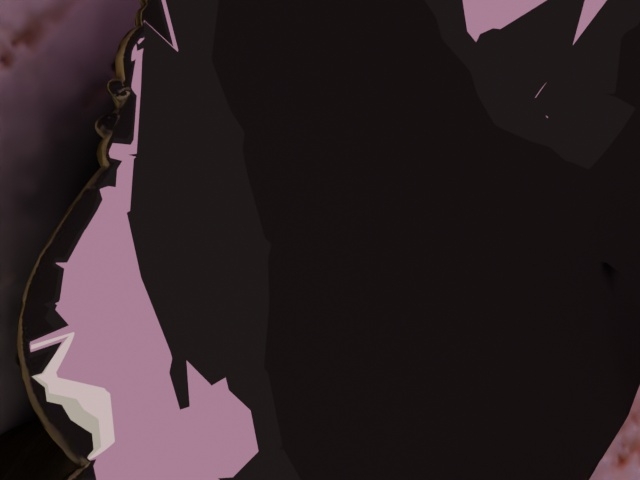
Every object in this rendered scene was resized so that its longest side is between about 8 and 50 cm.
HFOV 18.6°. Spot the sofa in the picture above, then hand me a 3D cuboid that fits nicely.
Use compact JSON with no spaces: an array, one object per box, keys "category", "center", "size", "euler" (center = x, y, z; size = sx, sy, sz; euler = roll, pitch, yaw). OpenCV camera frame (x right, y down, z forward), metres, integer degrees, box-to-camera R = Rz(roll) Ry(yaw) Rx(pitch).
[{"category":"sofa","center":[0.000,0.000,0.570],"size":[0.182,0.200,0.258],"euler":[38,73,-9]}]
